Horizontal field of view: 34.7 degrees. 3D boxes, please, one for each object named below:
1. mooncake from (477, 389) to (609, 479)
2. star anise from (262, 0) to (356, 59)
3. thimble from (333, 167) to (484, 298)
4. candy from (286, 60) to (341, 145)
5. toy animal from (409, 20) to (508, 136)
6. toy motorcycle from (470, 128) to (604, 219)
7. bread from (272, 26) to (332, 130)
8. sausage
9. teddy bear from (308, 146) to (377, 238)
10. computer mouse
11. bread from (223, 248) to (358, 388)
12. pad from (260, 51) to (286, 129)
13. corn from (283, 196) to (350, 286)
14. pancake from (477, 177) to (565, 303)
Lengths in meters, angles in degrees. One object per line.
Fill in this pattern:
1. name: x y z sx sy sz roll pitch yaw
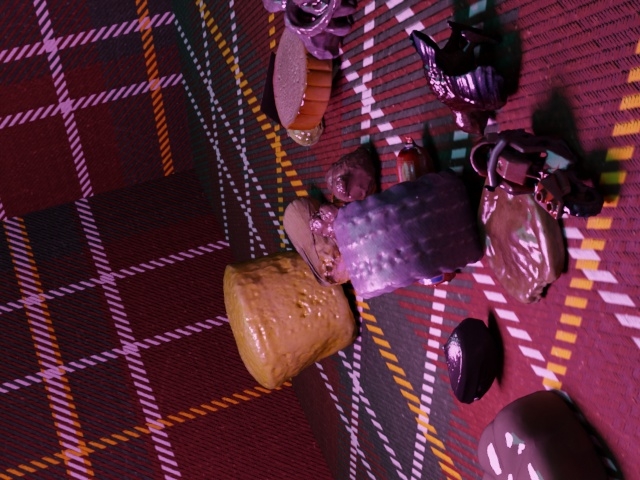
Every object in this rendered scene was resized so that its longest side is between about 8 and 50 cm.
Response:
1. mooncake: 0.346 0.379 1.606 0.275 0.135 0.275 166 90 -73
2. star anise: -0.040 -0.498 2.002 0.316 0.139 0.359 17 141 44
3. thimble: 0.145 -0.013 1.715 0.205 0.236 0.172 -12 -98 -63
4. candy: -0.006 -0.313 2.310 0.335 0.092 0.093 128 161 -64
5. toy animal: 0.193 -0.232 1.511 0.218 0.116 0.179 43 147 52
6. toy motorcycle: 0.276 -0.088 1.351 0.212 0.118 0.084 -124 38 -50
7. bread: -0.039 -0.358 2.226 0.236 0.070 0.236 -179 90 -69
8. sausage: 0.186 -0.055 1.843 0.074 0.074 0.274 -148 44 -69
9. teddy bear: 0.063 -0.104 2.155 0.140 0.177 0.190 20 146 13
10. computer mouse: 0.269 0.215 1.785 0.057 0.099 0.172 26 128 52
11. bread: -0.083 0.188 2.657 0.348 0.307 0.348 161 90 -86
12. pad: -0.090 -0.342 2.382 0.211 0.003 0.143 27 -108 -70
13. corn: -0.004 0.000 2.525 0.122 0.123 0.305 52 -179 -37
14. pancake: 0.291 -0.010 1.543 0.236 0.042 0.222 159 92 -77
